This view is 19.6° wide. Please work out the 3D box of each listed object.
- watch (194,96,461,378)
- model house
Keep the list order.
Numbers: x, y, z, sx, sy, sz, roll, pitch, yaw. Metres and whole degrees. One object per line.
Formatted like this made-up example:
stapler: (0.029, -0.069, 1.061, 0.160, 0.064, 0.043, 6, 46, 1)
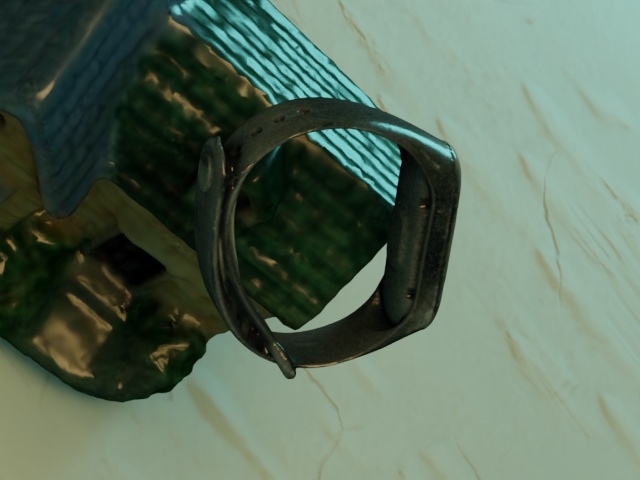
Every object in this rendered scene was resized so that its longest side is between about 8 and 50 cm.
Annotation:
watch: (0.000, 0.000, 1.320, 0.193, 0.068, 0.206, 0, 117, -21)
model house: (-0.144, -0.093, 1.421, 0.382, 0.342, 0.334, 41, 61, -18)
